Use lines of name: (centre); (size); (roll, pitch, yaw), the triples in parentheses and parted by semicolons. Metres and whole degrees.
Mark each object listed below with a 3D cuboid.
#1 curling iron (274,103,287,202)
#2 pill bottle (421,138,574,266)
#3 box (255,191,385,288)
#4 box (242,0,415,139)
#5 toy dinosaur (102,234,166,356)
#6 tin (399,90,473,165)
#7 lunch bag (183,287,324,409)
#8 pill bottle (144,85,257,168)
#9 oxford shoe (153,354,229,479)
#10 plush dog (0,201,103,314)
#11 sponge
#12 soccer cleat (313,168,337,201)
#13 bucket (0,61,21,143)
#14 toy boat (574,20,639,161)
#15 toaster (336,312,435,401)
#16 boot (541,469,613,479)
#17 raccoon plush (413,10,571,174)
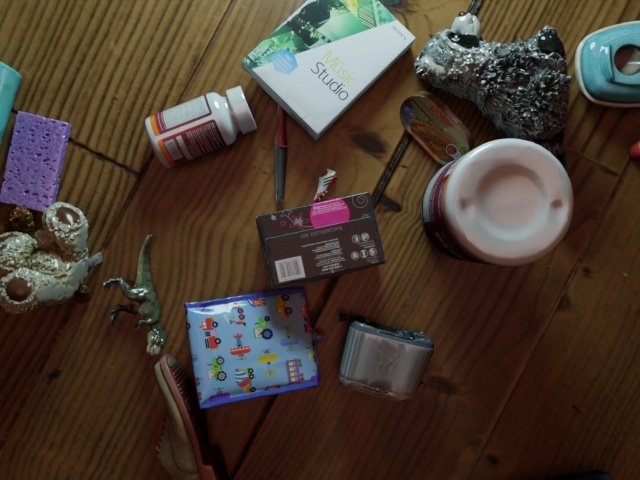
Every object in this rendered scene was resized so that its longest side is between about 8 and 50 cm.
curling iron: (-0.076, -0.222, 1.475); (0.068, 0.035, 0.274); (8, 90, -1)
pill bottle: (0.324, -0.065, 1.303); (0.224, 0.392, 0.224); (0, 90, 0)
box: (0.000, 0.000, 1.424); (0.247, 0.142, 0.163); (-12, 91, 0)
box: (0.020, -0.415, 1.447); (0.232, 0.058, 0.322); (44, 80, 0)
toy dinosaur: (-0.417, 0.128, 1.460); (0.118, 0.064, 0.268); (-8, 88, -7)
tin: (0.259, -0.248, 1.448); (0.189, 0.106, 0.040); (47, 55, -1)
lunch bag: (-0.134, 0.229, 1.428); (0.293, 0.138, 0.220); (-8, 79, -10)
pill bottle: (-0.259, -0.251, 1.430); (0.221, 0.121, 0.121); (-21, 90, -1)
oxford shoe: (-0.314, 0.426, 1.430); (0.130, 0.123, 0.348); (-19, 89, 5)
plush dog: (-0.630, 0.052, 1.418); (0.225, 0.210, 0.262); (14, 61, 13)
sponge: (-0.641, -0.175, 1.469); (0.117, 0.031, 0.210); (12, 90, 0)
soccer cleat: (0.005, -0.125, 1.481); (0.036, 0.029, 0.083); (36, 86, 8)
bucket: (-0.778, -0.312, 1.357); (0.281, 0.281, 0.183); (20, 86, -1)
toy boat: (0.711, -0.327, 1.431); (0.268, 0.148, 0.318); (-11, 90, -1)
toaster: (0.130, 0.257, 1.432); (0.227, 0.129, 0.146); (15, 92, -2)
boot: (0.457, 0.720, 1.440); (0.445, 0.146, 0.366); (-9, 92, -5)
raccoon plush: (0.369, -0.268, 1.409); (0.299, 0.216, 0.446); (-9, 90, 7)
